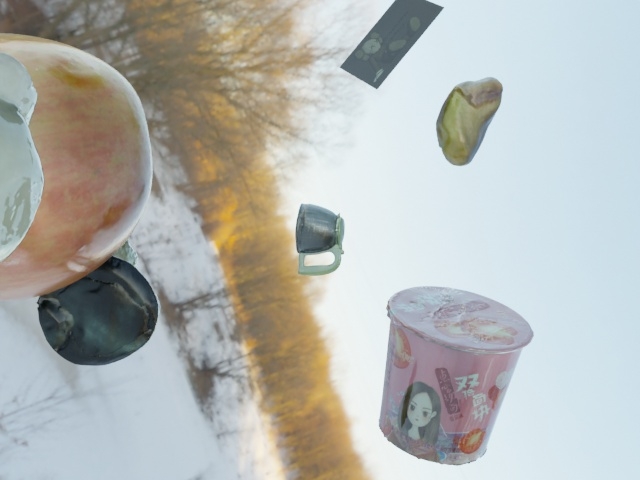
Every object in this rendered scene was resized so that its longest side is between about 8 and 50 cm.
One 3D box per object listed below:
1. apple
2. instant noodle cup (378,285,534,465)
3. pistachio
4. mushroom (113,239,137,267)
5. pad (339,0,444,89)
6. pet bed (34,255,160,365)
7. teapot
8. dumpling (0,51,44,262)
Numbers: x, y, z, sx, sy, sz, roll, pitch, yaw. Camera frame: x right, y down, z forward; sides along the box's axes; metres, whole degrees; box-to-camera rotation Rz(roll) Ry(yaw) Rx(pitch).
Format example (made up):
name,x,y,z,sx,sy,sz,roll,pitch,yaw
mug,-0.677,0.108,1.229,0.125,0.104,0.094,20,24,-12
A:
name,x,y,z,sx,sy,sz,roll,pitch,yaw
apple,-0.423,-0.107,1.190,0.391,0.347,0.391,39,-40,42
instant noodle cup,0.210,0.227,1.407,0.243,0.243,0.231,-125,-138,-65
pistachio,0.274,-0.231,1.597,0.100,0.189,0.110,24,-6,0
mushroom,-0.466,-0.014,1.586,0.164,0.190,0.267,23,-44,59
pad,0.128,-0.370,1.534,0.004,0.190,0.127,39,1,-44
pet bed,-0.370,0.114,1.391,0.053,0.201,0.201,-156,-136,-80
teapot,0.001,-0.004,1.535,0.092,0.091,0.124,-68,160,-66
dumpling,-0.319,-0.051,0.745,0.162,0.132,0.250,-38,150,-76
